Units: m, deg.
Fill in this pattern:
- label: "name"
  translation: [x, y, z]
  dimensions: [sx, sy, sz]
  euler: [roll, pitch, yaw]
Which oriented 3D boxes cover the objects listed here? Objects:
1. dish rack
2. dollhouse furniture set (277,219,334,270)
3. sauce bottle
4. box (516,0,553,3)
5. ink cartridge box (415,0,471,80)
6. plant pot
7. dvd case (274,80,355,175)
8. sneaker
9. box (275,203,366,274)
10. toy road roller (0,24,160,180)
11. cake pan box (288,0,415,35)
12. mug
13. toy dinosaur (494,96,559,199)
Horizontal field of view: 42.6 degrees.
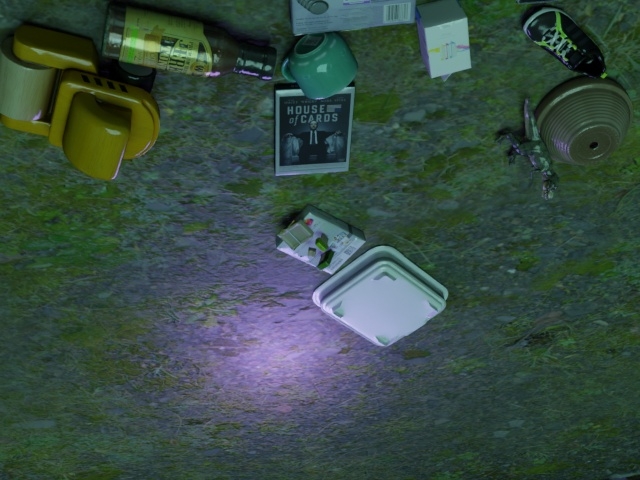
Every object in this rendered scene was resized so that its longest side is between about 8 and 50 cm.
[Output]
- label: "dish rack"
  translation: [0.176, 0.175, 2.292]
  dimensions: [0.285, 0.072, 0.333]
  euler: [-38, 130, 23]
- label: "dollhouse furniture set"
  translation: [-0.029, 0.002, 2.067]
  dimensions: [0.076, 0.058, 0.152]
  euler: [-34, 111, 30]
- label: "sauce bottle"
  translation: [-0.259, -0.388, 1.645]
  dimensions: [0.344, 0.111, 0.111]
  euler: [7, 132, -16]
- label: "box"
  translation: [0.400, -0.608, 1.517]
  dimensions: [0.087, 0.169, 0.290]
  euler: [-6, 133, -8]
- label: "ink cartridge box"
  translation: [0.258, -0.418, 1.723]
  dimensions: [0.090, 0.092, 0.143]
  euler: [-14, 136, 2]
- label: "plant pot"
  translation: [0.623, -0.256, 1.923]
  dimensions: [0.237, 0.110, 0.237]
  euler: [-2, 135, -2]
- label: "dvd case"
  translation: [-0.017, -0.253, 1.875]
  dimensions: [0.179, 0.030, 0.239]
  euler: [-4, 134, -7]
- label: "sneaker"
  translation: [0.539, -0.421, 1.767]
  dimensions: [0.234, 0.097, 0.084]
  euler: [21, 126, -27]
- label: "box"
  translation: [0.000, 0.000, 2.112]
  dimensions: [0.186, 0.038, 0.145]
  euler: [25, 124, -30]
- label: "toy road roller"
  translation: [-0.484, -0.259, 1.634]
  dimensions: [0.329, 0.241, 0.202]
  euler: [12, 130, -21]
- label: "cake pan box"
  translation: [0.066, -0.533, 1.596]
  dimensions: [0.266, 0.070, 0.246]
  euler: [-7, 136, -3]
- label: "mug"
  translation: [-0.012, -0.365, 1.697]
  dimensions: [0.157, 0.129, 0.097]
  euler: [-24, 132, 12]
- label: "toy dinosaur"
  translation: [0.488, -0.221, 1.952]
  dimensions: [0.118, 0.064, 0.268]
  euler: [1, 127, 42]
